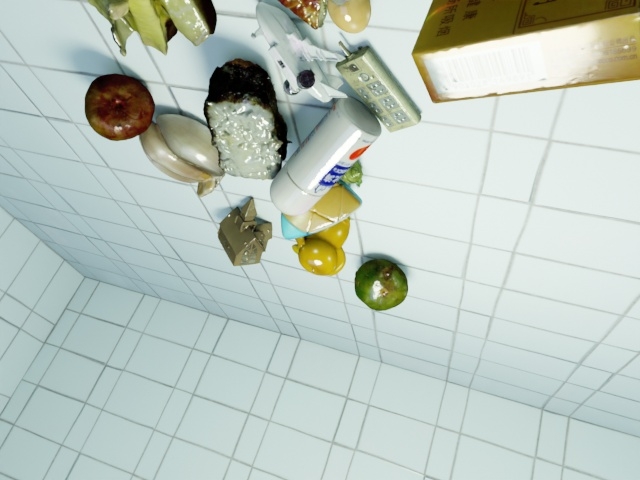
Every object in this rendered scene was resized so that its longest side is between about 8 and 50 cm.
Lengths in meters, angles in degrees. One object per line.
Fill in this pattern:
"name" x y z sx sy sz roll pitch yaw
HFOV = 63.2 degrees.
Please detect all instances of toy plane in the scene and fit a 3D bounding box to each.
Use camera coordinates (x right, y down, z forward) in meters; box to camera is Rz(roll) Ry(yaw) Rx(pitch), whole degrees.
"toy plane" -0.054 -0.387 1.104 0.255 0.101 0.251 44 168 -23

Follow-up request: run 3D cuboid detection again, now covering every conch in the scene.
"conch" 0.080 -0.182 1.439 0.089 0.074 0.121 60 161 -21

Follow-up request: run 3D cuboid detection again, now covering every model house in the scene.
"model house" -0.252 -0.056 1.884 0.176 0.181 0.248 -9 137 -32

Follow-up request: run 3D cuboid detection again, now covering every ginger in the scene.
"ginger" -0.441 -0.516 1.058 0.358 0.211 0.413 0 147 40

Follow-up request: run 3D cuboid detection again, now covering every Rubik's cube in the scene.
"Rubik's cube" 0.032 -0.120 1.502 0.254 0.254 0.254 17 153 9

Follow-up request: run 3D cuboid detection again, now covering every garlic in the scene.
"garlic" -0.413 -0.266 1.597 0.279 0.132 0.325 -11 145 35

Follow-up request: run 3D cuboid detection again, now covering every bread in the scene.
"bread" -0.052 -0.487 0.990 0.136 0.054 0.154 15 147 10

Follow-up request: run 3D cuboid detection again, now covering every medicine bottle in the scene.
"medicine bottle" -0.005 -0.191 1.287 0.130 0.130 0.341 32 128 -20

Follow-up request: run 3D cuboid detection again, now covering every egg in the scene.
"egg" 0.055 -0.435 0.979 0.080 0.080 0.096 10 160 23

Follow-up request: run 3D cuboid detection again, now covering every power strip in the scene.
"power strip" 0.122 -0.341 1.154 0.092 0.034 0.268 -7 142 44

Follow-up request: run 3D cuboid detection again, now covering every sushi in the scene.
"sushi" -0.171 -0.289 1.321 0.196 0.182 0.343 11 153 10

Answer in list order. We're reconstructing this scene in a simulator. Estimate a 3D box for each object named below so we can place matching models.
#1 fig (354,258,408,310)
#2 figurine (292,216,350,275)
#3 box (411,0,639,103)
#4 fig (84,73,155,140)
"fig" 0.205 0.145 1.890 0.195 0.195 0.245 36 -174 -26
"figurine" 0.006 -0.007 1.651 0.215 0.228 0.215 31 176 2
"box" 0.365 -0.341 0.724 0.415 0.264 0.116 4 148 36
"fig" -0.603 -0.385 1.480 0.290 0.190 0.190 22 159 38
